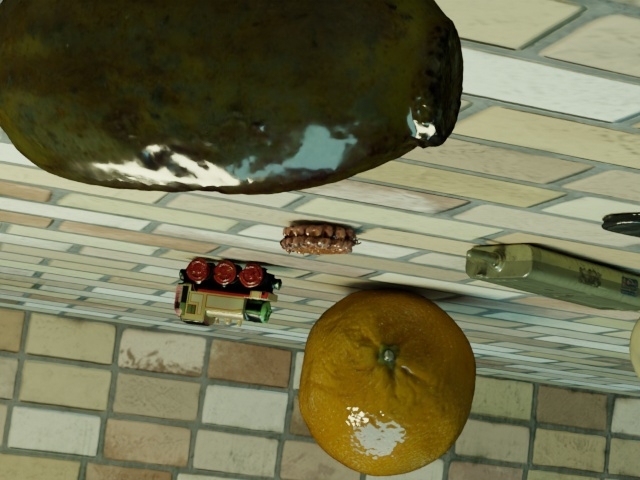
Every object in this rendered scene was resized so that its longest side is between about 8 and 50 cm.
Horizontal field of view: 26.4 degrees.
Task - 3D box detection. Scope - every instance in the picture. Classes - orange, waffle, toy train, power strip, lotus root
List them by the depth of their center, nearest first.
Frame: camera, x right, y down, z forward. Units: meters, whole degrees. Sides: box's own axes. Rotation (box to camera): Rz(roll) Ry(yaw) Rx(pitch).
[{"bbox_3d":[-0.049,-0.083,0.631,0.241,0.123,0.124,-1,-164,25],"label":"lotus root"},{"bbox_3d":[0.000,0.000,1.404,0.083,0.029,0.075,3,174,6],"label":"waffle"},{"bbox_3d":[0.248,0.038,1.436,0.268,0.034,0.092,14,169,-39],"label":"power strip"},{"bbox_3d":[-0.119,0.069,1.751,0.138,0.087,0.050,5,174,17],"label":"toy train"},{"bbox_3d":[0.086,0.186,1.818,0.264,0.264,0.264,7,171,1],"label":"orange"}]

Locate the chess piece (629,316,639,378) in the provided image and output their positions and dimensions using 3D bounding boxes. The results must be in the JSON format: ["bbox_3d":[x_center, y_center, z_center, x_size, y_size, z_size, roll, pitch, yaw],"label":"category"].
[{"bbox_3d":[0.461,0.139,1.570,0.167,0.167,0.300,-1,164,40],"label":"chess piece"}]

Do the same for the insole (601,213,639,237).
[{"bbox_3d":[0.391,0.008,1.213,0.309,0.012,0.110,11,169,-23],"label":"insole"}]
